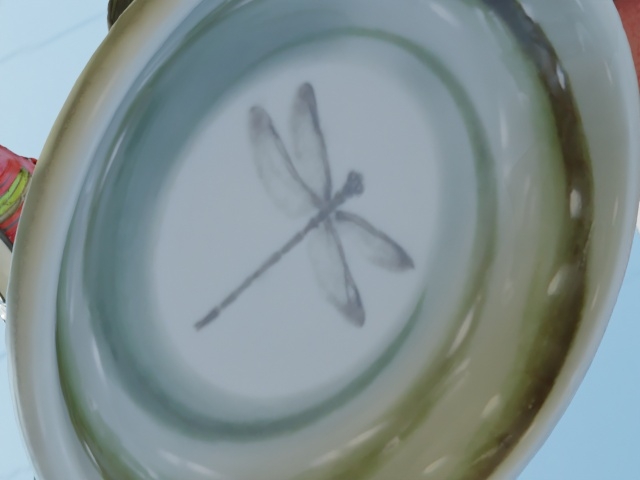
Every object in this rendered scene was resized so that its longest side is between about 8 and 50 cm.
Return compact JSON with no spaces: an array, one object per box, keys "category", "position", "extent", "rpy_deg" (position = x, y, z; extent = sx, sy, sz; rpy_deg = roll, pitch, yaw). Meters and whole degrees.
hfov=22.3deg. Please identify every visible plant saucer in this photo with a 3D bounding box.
[{"category":"plant saucer","position":[0.000,0.000,0.856],"extent":[0.400,0.400,0.100],"rpy_deg":[-43,-141,-18]}]

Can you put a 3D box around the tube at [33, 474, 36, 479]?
[{"category":"tube","position":[-0.168,0.259,1.402],"extent":[0.052,0.207,0.080],"rpy_deg":[-49,-157,10]}]

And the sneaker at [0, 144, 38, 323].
[{"category":"sneaker","position":[-0.280,-0.046,1.431],"extent":[0.118,0.279,0.107],"rpy_deg":[-35,-151,-22]}]

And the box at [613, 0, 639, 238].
[{"category":"box","position":[0.240,-0.081,1.052],"extent":[0.126,0.149,0.232],"rpy_deg":[-29,-119,2]}]

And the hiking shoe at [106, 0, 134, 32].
[{"category":"hiking shoe","position":[-0.085,-0.230,1.390],"extent":[0.114,0.086,0.227],"rpy_deg":[16,-128,43]}]
